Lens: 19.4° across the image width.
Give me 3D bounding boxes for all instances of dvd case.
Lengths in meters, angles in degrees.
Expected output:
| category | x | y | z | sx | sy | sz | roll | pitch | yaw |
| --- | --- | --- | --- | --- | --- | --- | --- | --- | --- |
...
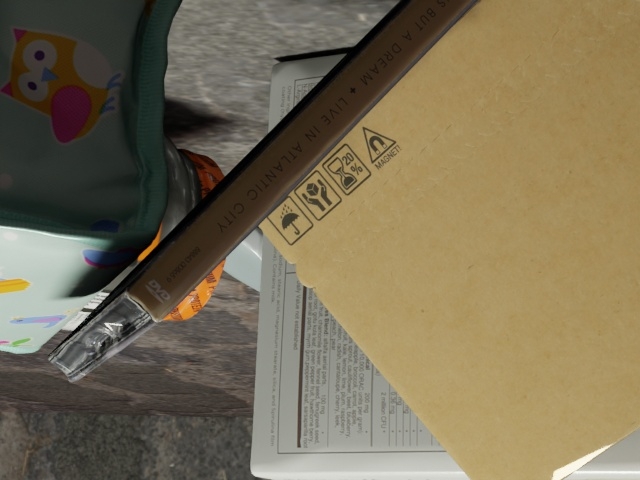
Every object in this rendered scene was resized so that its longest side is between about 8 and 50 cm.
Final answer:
| category | x | y | z | sx | sy | sz | roll | pitch | yaw |
| --- | --- | --- | --- | --- | --- | --- | --- | --- | --- |
| dvd case | 0.001 | -0.042 | 0.623 | 0.018 | 0.221 | 0.164 | 44 | 161 | -4 |

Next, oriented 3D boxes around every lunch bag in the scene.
| category | x | y | z | sx | sy | sz | roll | pitch | yaw |
| --- | --- | --- | --- | --- | --- | --- | --- | --- | --- |
| lunch bag | -0.199 | -0.051 | 0.670 | 0.262 | 0.160 | 0.223 | 9 | 164 | -19 |

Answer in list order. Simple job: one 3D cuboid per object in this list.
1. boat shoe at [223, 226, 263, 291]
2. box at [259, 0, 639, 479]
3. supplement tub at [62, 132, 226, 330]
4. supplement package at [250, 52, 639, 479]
| category | x | y | z | sx | sy | sz | roll | pitch | yaw |
| --- | --- | --- | --- | --- | --- | --- | --- | --- | --- |
| boat shoe | 0.000 | 0.000 | 1.156 | 0.183 | 0.083 | 0.065 | 33 | 160 | -12 |
| box | 0.086 | -0.004 | 0.703 | 0.201 | 0.164 | 0.021 | -41 | 178 | 36 |
| supplement tub | -0.149 | -0.015 | 0.951 | 0.190 | 0.117 | 0.117 | 9 | 167 | -33 |
| supplement package | 0.133 | 0.022 | 0.864 | 0.263 | 0.198 | 0.199 | -5 | 166 | 31 |
